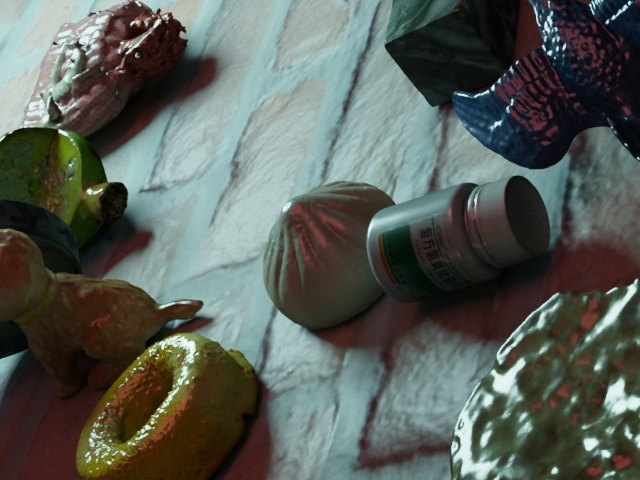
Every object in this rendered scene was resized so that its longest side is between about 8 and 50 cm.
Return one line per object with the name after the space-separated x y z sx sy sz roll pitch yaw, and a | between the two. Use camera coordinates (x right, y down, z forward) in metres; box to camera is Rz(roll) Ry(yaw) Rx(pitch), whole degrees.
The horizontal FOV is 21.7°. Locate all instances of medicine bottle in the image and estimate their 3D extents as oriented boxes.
0.108 -0.003 1.306 0.130 0.080 0.080 -18 39 36 | medicine bottle

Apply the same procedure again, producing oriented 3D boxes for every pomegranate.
-0.278 -0.048 1.781 0.169 0.122 0.143 6 81 10 | pomegranate

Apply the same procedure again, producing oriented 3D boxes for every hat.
-0.268 -0.204 1.962 0.286 0.107 0.236 -17 49 44 | hat

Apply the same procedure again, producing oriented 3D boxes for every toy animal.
0.214 -0.141 1.281 0.239 0.255 0.176 -44 -13 16 | toy animal
-0.230 0.042 1.540 0.184 0.185 0.104 -26 33 26 | toy animal

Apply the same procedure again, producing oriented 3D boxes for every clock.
-0.339 0.045 1.638 0.215 0.215 0.042 -34 52 16 | clock

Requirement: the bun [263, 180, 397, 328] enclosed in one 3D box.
0.000 0.000 1.418 0.138 0.094 0.138 -29 37 25 | bun

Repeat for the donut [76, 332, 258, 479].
-0.137 0.151 1.414 0.162 0.065 0.178 1 53 50 | donut

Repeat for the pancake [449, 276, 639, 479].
0.186 0.112 1.114 0.236 0.042 0.222 -31 37 25 | pancake

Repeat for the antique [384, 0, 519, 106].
0.127 -0.224 1.551 0.088 0.086 0.183 -22 36 30 | antique
